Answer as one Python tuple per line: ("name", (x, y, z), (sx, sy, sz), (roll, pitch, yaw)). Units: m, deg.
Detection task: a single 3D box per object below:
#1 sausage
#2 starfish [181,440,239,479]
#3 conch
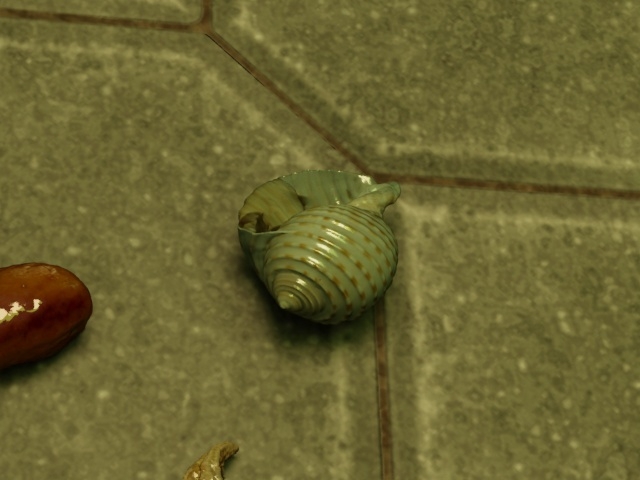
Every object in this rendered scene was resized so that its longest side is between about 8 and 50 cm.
("sausage", (-0.297, 0.108, 1.280), (0.103, 0.076, 0.302), (44, 62, 6))
("starfish", (-0.061, 0.259, 1.262), (0.277, 0.062, 0.235), (-13, 68, -23))
("conch", (-0.002, 0.006, 1.386), (0.135, 0.102, 0.153), (22, 24, 15))
